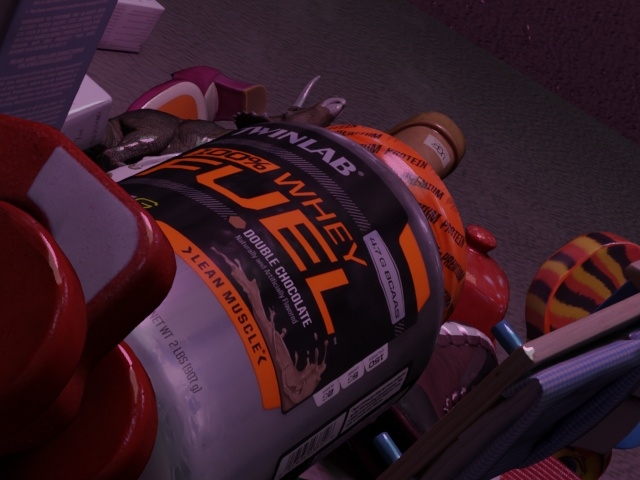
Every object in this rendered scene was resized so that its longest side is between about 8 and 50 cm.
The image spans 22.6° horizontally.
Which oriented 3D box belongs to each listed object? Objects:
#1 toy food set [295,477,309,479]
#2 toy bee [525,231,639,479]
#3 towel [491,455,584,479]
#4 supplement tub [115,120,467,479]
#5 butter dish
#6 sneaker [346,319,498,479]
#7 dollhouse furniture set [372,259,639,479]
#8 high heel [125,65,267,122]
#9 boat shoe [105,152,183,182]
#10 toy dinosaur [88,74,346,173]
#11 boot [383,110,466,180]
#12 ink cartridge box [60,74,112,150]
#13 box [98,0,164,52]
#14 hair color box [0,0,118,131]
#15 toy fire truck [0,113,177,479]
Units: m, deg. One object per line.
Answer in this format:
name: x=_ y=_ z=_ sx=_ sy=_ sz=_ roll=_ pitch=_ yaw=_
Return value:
toy food set: x=-0.017 y=0.190 z=1.040 sx=0.218 sy=0.071 sz=0.128 roll=20 pitch=23 yaw=-35
toy bee: x=0.208 y=0.150 z=1.355 sx=0.162 sy=0.298 sz=0.195 roll=-9 pitch=-9 yaw=-11
towel: x=0.217 y=0.281 z=1.188 sx=0.329 sy=0.037 sz=0.237 roll=39 pitch=26 yaw=-2
supplement tub: x=-0.063 y=0.051 z=0.964 sx=0.207 sy=0.207 sz=0.338 roll=39 pitch=36 yaw=16
butter dish: x=0.132 y=0.037 z=1.598 sx=0.160 sy=0.118 sz=0.160 roll=32 pitch=18 yaw=-7
sneaker: x=0.078 y=0.145 z=1.318 sx=0.281 sy=0.106 sz=0.162 roll=25 pitch=42 yaw=-53
dollhouse furniture set: x=0.107 y=0.175 z=0.862 sx=0.286 sy=0.303 sz=0.198 roll=-15 pitch=63 yaw=-53
high heel: x=-0.161 y=-0.141 z=1.656 sx=0.117 sy=0.082 sz=0.244 roll=11 pitch=22 yaw=26
boat shoe: x=-0.115 y=-0.030 z=1.265 sx=0.277 sy=0.098 sz=0.096 roll=-11 pitch=29 yaw=-26
toy dinosaur: x=-0.129 y=-0.073 z=1.479 sx=0.313 sy=0.121 sz=0.160 roll=-1 pitch=20 yaw=-3
boot: x=0.000 y=0.000 z=1.450 sx=0.089 sy=0.236 sz=0.269 roll=47 pitch=41 yaw=-7
ink cartridge box: x=-0.352 y=-0.144 z=1.342 sx=0.275 sy=0.060 sz=0.239 roll=41 pitch=45 yaw=20
box: x=-0.287 y=-0.250 z=1.697 sx=0.063 sy=0.067 sz=0.324 roll=41 pitch=21 yaw=20
hair color box: x=-0.244 y=-0.181 z=1.089 sx=0.185 sy=0.374 sz=0.113 roll=40 pitch=30 yaw=19
toy fire truck: x=-0.229 y=0.051 z=0.708 sx=0.254 sy=0.302 sz=0.169 roll=41 pitch=-12 yaw=21
